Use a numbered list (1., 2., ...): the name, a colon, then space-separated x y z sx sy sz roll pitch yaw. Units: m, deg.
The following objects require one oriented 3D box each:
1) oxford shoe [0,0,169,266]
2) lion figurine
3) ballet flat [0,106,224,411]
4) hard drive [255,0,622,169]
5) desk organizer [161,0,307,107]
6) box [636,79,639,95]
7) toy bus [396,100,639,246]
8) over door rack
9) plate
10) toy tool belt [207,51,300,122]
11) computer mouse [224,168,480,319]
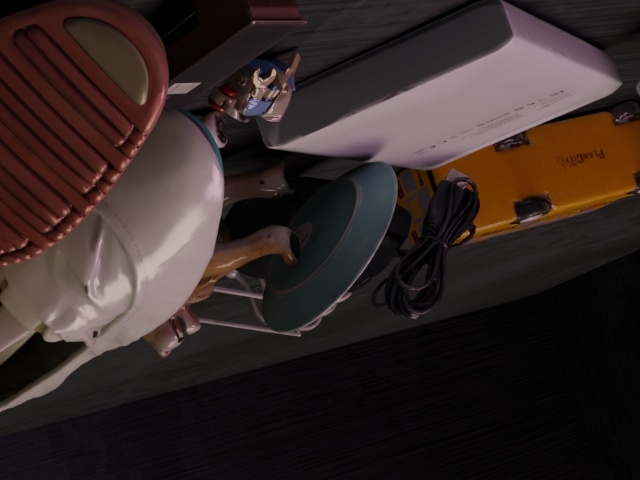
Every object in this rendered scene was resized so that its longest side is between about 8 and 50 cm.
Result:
1. oxford shoe: -0.236 -0.052 0.934 0.397 0.140 0.146 -30 -163 31
2. lion figurine: -0.164 -0.014 1.249 0.240 0.142 0.392 -13 158 16
3. ballet flat: -0.202 0.044 1.063 0.139 0.139 0.400 -11 160 -39
4. hard drive: 0.122 -0.132 1.298 0.233 0.047 0.353 -22 171 24
5. desk organizer: -0.073 -0.132 0.898 0.047 0.050 0.130 -9 167 -45
6. box: 0.426 -0.168 1.324 0.181 0.119 0.182 -15 153 -21
7. toy bus: 0.266 -0.076 1.702 0.332 0.108 0.130 -14 170 -27
8. over door rack: -0.140 0.058 1.764 0.324 0.108 0.239 -2 167 -11
9. plate: 0.000 0.000 1.310 0.024 0.188 0.188 35 142 -24
10. toy tool belt: -0.047 -0.121 1.056 0.051 0.052 0.083 -57 158 21
11. computer mouse: 0.013 -0.018 1.439 0.272 0.072 0.188 6 -134 26
